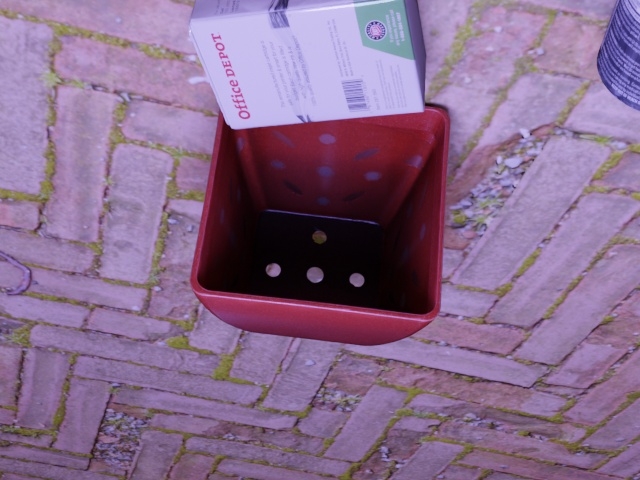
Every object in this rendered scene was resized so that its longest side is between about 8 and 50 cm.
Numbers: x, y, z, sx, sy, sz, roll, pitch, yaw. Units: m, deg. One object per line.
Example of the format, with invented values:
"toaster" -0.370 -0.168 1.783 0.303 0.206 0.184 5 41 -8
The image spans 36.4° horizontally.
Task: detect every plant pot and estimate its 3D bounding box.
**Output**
"plant pot" 0.000 0.000 1.180 0.267 0.267 0.235 7 154 0

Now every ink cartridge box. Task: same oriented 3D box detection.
"ink cartridge box" -0.008 -0.209 1.022 0.219 0.092 0.160 -3 142 12

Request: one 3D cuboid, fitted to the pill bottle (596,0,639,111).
"pill bottle" 0.350 -0.240 0.898 0.130 0.130 0.245 6 143 1
